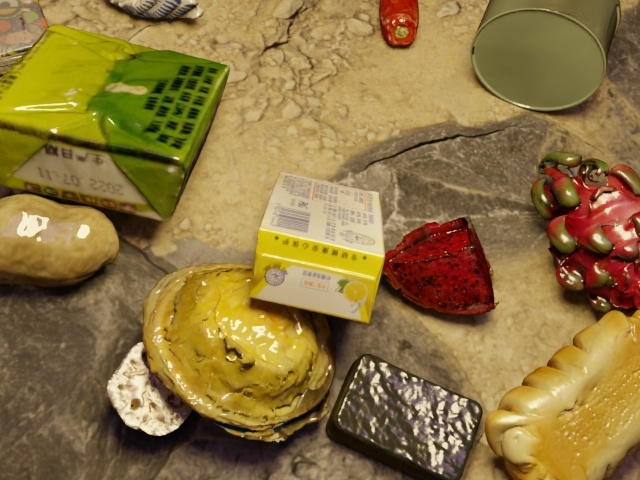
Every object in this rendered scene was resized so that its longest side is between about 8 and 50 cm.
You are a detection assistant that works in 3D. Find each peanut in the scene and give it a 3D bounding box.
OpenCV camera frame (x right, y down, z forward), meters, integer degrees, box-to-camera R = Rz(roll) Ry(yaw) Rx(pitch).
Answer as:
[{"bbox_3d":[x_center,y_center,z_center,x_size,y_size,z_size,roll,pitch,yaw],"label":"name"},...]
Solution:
[{"bbox_3d":[-0.397,-0.001,1.048,0.224,0.129,0.129,2,62,-14],"label":"peanut"}]

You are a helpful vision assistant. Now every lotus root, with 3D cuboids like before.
[{"bbox_3d":[-0.217,0.201,0.996,0.112,0.081,0.122,30,62,5],"label":"lotus root"}]

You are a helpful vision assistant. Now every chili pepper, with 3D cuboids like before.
[{"bbox_3d":[0.143,-0.415,1.378,0.073,0.070,0.123,33,46,-41],"label":"chili pepper"}]

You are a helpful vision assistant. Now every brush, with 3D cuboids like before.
[{"bbox_3d":[0.118,0.247,1.033,0.197,0.059,0.123,23,63,4],"label":"brush"}]

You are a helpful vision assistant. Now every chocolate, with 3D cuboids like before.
[{"bbox_3d":[-0.307,-0.177,1.104,0.288,0.137,0.301,13,38,-2],"label":"chocolate"}]

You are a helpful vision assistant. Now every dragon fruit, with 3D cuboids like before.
[{"bbox_3d":[0.437,-0.014,1.141,0.273,0.198,0.218,43,96,0],"label":"dragon fruit"},{"bbox_3d":[0.180,0.047,1.144,0.161,0.120,0.127,-12,106,13],"label":"dragon fruit"}]

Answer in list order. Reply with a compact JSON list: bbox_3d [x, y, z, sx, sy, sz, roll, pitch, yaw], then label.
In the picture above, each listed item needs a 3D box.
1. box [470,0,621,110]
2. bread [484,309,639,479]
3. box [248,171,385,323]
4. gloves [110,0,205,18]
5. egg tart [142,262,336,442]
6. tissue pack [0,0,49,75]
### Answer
[{"bbox_3d":[0.389,-0.356,1.292,0.226,0.226,0.149,23,62,4],"label":"box"},{"bbox_3d":[0.375,0.225,1.038,0.311,0.121,0.173,-34,88,-16],"label":"bread"},{"bbox_3d":[0.000,0.000,1.043,0.168,0.097,0.265,12,21,-3],"label":"box"},{"bbox_3d":[-0.303,-0.446,1.313,0.229,0.097,0.119,29,67,12],"label":"gloves"},{"bbox_3d":[-0.091,0.128,0.991,0.290,0.107,0.291,18,45,-19],"label":"egg tart"},{"bbox_3d":[-0.512,-0.355,1.253,0.108,0.060,0.148,-20,66,-16],"label":"tissue pack"}]
